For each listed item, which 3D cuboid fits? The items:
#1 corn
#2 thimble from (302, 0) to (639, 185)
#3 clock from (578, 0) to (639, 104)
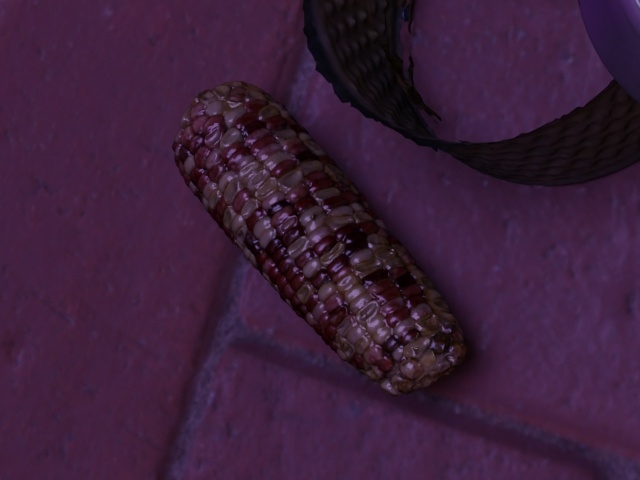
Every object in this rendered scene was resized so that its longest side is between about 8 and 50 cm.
[{"bbox_3d":[0.000,0.000,1.354,0.098,0.098,0.290,-48,65,11],"label":"corn"},{"bbox_3d":[0.135,-0.174,1.286,0.271,0.150,0.271,-7,75,27],"label":"thimble"},{"bbox_3d":[0.329,-0.167,1.121,0.338,0.102,0.338,1,79,-8],"label":"clock"}]
